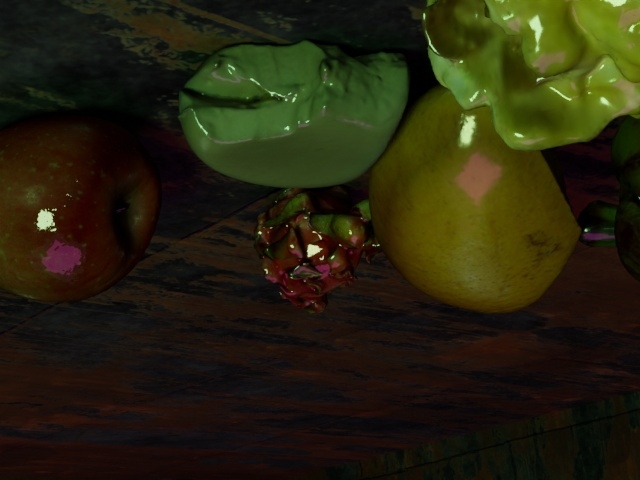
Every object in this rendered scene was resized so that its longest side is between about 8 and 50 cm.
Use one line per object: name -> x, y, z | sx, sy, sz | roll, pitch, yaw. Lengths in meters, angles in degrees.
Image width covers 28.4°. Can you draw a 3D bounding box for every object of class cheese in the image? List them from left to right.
cheese -> -0.030, -0.109, 1.112 | 0.202, 0.091, 0.175 | 3, 158, -22

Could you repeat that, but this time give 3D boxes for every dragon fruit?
dragon fruit -> 0.000, 0.000, 1.365 | 0.150, 0.133, 0.208 | -42, -173, -35

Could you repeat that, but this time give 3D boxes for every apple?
apple -> -0.242, -0.032, 1.167 | 0.168, 0.181, 0.181 | 13, 171, 27

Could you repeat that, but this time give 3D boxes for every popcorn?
popcorn -> 0.193, -0.172, 0.852 | 0.253, 0.191, 0.190 | -8, -165, 13

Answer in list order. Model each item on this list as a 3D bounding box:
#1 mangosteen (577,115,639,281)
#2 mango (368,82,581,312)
mangosteen -> 0.393, -0.039, 1.182 | 0.287, 0.233, 0.287 | 25, 147, 18
mango -> 0.151, -0.043, 1.214 | 0.199, 0.201, 0.350 | -45, 157, -8
